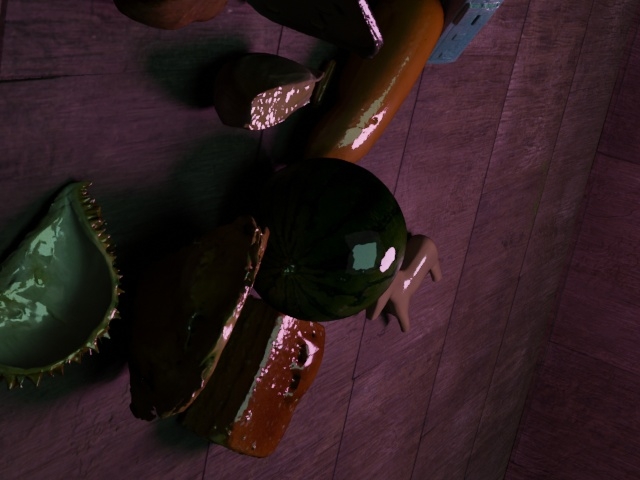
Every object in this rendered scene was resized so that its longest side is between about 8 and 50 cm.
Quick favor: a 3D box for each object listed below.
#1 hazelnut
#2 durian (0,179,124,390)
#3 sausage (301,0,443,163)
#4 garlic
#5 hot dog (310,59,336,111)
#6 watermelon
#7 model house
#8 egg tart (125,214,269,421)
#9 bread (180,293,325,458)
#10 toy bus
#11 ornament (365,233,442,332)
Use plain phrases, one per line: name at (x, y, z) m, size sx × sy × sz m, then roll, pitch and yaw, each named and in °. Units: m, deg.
hazelnut at (-0.162, -0.297, 1.045) m, size 0.154 × 0.143 × 0.143 m, roll -15°, pitch 122°, yaw -68°
durian at (-0.297, 0.059, 1.090) m, size 0.139 × 0.144 × 0.252 m, roll 47°, pitch 68°, yaw -20°
sausage at (0.076, -0.234, 1.547) m, size 0.354 × 0.116 × 0.134 m, roll -61°, pitch -176°, yaw -12°
garlic at (-0.079, -0.195, 1.290) m, size 0.195 × 0.101 × 0.087 m, roll -32°, pitch 140°, yaw -56°
hot dog at (0.003, -0.237, 1.510) m, size 0.037 × 0.021 × 0.083 m, roll 86°, pitch 26°, yaw -78°
watermelon at (0.002, -0.002, 1.423) m, size 0.242 × 0.242 × 0.242 m, roll -42°, pitch 143°, yaw -43°
model house at (0.035, -0.404, 1.198) m, size 0.279 × 0.218 × 0.205 m, roll -58°, pitch 154°, yaw -9°
egg tart at (-0.169, 0.087, 1.245) m, size 0.297 × 0.132 × 0.297 m, roll -55°, pitch -163°, yaw 26°
bread at (-0.094, 0.212, 1.541) m, size 0.234 × 0.110 × 0.184 m, roll -65°, pitch 153°, yaw -7°
toy bus at (0.226, -0.385, 1.617) m, size 0.262 × 0.091 × 0.109 m, roll 128°, pitch -45°, yaw -69°
ornament at (0.163, 0.089, 1.999) m, size 0.230 × 0.061 × 0.245 m, roll -57°, pitch 152°, yaw -20°
